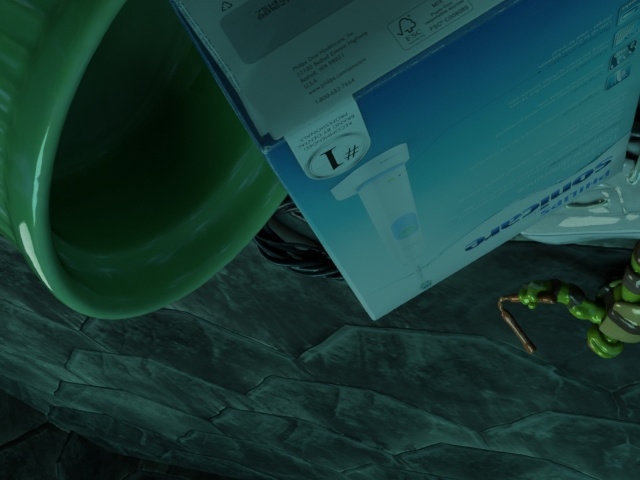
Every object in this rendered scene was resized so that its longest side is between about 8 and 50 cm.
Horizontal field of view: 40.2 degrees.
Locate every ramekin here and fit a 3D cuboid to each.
[{"bbox_3d":[-0.117,-0.114,0.575,0.148,0.303,0.303,32,159,20],"label":"ramekin"}]

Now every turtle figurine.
[{"bbox_3d":[0.336,0.073,0.887,0.269,0.087,0.217,27,147,2],"label":"turtle figurine"}]

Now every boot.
[{"bbox_3d":[0.226,-0.058,0.689,0.123,0.095,0.258,27,155,-32],"label":"boot"}]

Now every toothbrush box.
[{"bbox_3d":[0.070,-0.089,0.525,0.216,0.126,0.295,-32,155,2],"label":"toothbrush box"}]

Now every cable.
[{"bbox_3d":[0.000,0.000,1.008,0.184,0.047,0.150,23,154,-8],"label":"cable"}]
